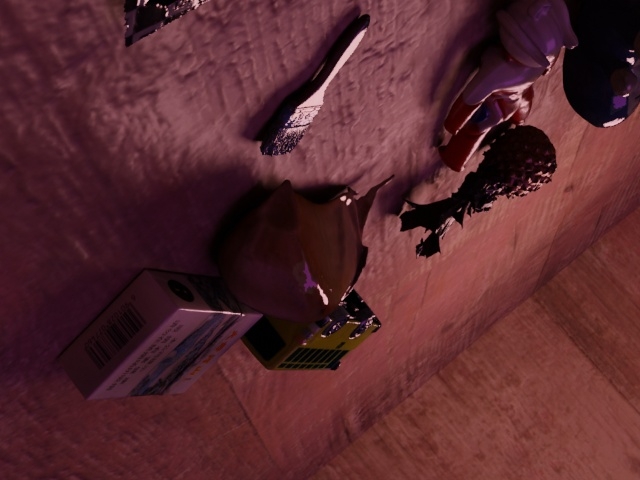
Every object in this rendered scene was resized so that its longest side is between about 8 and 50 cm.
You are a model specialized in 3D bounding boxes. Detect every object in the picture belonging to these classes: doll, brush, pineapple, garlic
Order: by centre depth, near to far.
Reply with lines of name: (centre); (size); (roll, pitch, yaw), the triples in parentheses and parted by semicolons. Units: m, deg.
brush: (-0.001, -0.167, 1.241); (0.196, 0.021, 0.070); (-51, 162, 29)
garlic: (-0.001, 0.011, 1.497); (0.196, 0.151, 0.338); (-61, 158, 18)
doll: (0.254, -0.218, 1.554); (0.188, 0.099, 0.384); (-37, 169, -16)
doll: (0.429, -0.275, 1.645); (0.258, 0.154, 0.228); (78, 24, -59)
pineapple: (0.250, -0.081, 1.847); (0.277, 0.119, 0.130); (-33, -155, -20)

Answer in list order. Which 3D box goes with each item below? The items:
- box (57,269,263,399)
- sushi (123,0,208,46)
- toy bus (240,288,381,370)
box: (-0.196, 0.122, 1.455); (0.164, 0.069, 0.256); (-44, 162, 11)
sushi: (-0.098, -0.239, 0.843); (0.139, 0.031, 0.201); (-35, 165, -21)
toy bus: (-0.021, 0.117, 1.720); (0.150, 0.128, 0.262); (-44, 161, 11)
